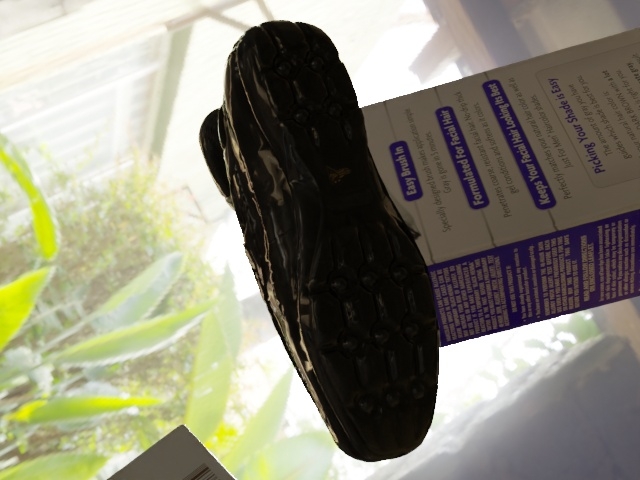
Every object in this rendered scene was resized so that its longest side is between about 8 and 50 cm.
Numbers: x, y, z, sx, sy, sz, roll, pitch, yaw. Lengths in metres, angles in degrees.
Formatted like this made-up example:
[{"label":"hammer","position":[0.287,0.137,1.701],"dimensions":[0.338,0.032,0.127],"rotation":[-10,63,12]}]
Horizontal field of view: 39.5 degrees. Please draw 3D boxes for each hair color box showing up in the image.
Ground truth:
[{"label":"hair color box","position":[0.170,-0.043,0.677],"dimensions":[0.110,0.338,0.185],"rotation":[72,6,-46]}]

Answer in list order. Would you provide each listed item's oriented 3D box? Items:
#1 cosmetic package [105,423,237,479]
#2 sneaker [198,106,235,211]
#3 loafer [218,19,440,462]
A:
[{"label":"cosmetic package","position":[-0.296,0.632,1.662],"dimensions":[0.329,0.327,0.394],"rotation":[41,-39,19]},{"label":"sneaker","position":[-0.050,-0.041,0.866],"dimensions":[0.228,0.086,0.132],"rotation":[44,-13,-28]},{"label":"loafer","position":[0.000,0.000,0.446],"dimensions":[0.078,0.076,0.223],"rotation":[-41,-117,59]}]
